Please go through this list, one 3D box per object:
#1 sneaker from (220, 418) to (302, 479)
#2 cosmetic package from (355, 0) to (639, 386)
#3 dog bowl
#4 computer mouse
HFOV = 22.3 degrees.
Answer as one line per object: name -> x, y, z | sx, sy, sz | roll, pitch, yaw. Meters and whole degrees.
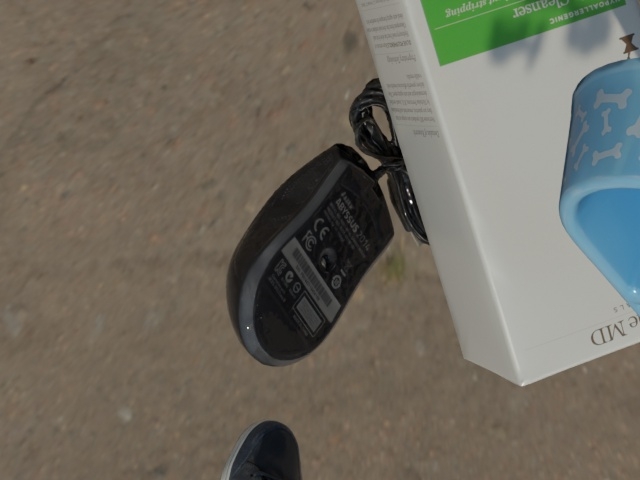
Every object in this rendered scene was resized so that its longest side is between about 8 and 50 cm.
sneaker -> -0.028, 0.251, 1.420 | 0.086, 0.163, 0.226 | 23, 61, -24
cosmetic package -> 0.175, -0.088, 1.346 | 0.197, 0.155, 0.366 | -21, 98, -11
dog bowl -> 0.245, 0.009, 0.951 | 0.297, 0.166, 0.074 | 44, 62, -39
computer mouse -> 0.000, 0.000, 1.459 | 0.272, 0.072, 0.188 | -49, 129, -28
